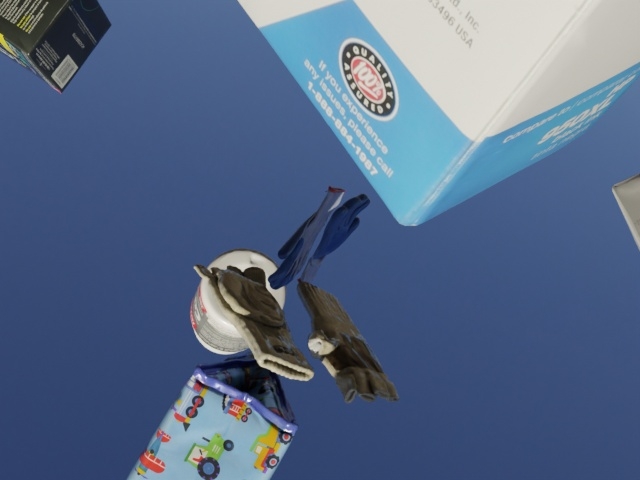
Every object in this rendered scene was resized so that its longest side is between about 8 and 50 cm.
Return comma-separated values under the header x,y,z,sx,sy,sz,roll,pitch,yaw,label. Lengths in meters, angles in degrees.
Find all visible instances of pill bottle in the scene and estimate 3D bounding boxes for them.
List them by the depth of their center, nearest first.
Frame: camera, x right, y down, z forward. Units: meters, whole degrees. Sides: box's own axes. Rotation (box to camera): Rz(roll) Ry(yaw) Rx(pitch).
x,y,z,sx,sy,sz,roll,pitch,yaw,label
-0.170,0.130,1.980,0.161,0.283,0.161,4,-109,-13,pill bottle

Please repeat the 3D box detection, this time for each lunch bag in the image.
x,y,z,sx,sy,sz,roll,pitch,yaw,label
-0.132,0.256,1.235,0.138,0.221,0.293,31,-178,0,lunch bag

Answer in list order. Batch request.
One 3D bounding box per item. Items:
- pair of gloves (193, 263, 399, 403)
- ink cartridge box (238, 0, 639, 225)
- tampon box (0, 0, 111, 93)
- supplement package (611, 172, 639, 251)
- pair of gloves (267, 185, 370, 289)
x,y,z,sx,sy,sz,roll,pitch,yaw,label
-0.023,0.109,1.167,0.240,0.042,0.204,22,-157,-42,pair of gloves
0.086,-0.236,0.443,0.166,0.395,0.285,-26,-106,-30,ink cartridge box
-0.334,-0.260,1.106,0.161,0.101,0.120,33,172,10,tampon box
0.448,0.052,1.043,0.175,0.293,0.178,-26,-137,15,supplement package
0.000,0.000,1.335,0.023,0.159,0.198,35,-171,16,pair of gloves
